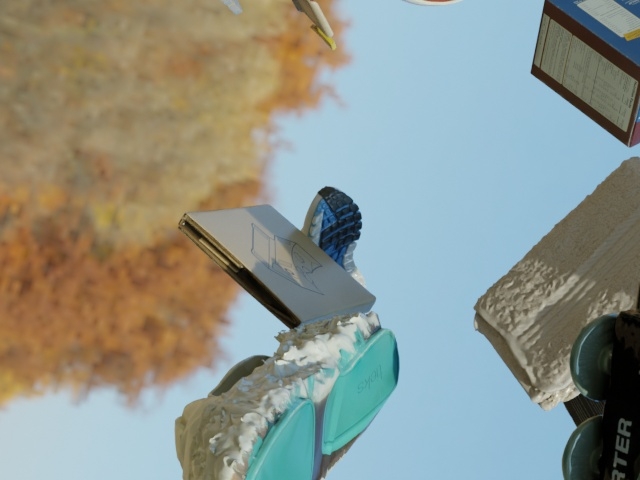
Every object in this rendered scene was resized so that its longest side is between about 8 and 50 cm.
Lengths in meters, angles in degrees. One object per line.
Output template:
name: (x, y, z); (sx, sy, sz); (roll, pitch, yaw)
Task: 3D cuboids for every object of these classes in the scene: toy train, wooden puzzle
toy train: (0.307, 0.192, 1.656); (0.142, 0.190, 0.334); (19, -74, 58)
wooden puzzle: (-0.014, -0.286, 2.407); (0.014, 0.116, 0.078); (-40, -124, -7)

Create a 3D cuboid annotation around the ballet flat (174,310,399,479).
ballet flat: (-0.049, 0.167, 1.711); (0.147, 0.147, 0.409); (-67, 168, 21)

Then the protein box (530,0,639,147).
protein box: (0.440, -0.266, 2.740); (0.201, 0.199, 0.136); (42, -37, 33)

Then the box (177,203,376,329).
box: (-0.041, 0.025, 2.012); (0.021, 0.164, 0.201); (-54, 164, 17)

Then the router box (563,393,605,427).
router box: (0.389, 0.241, 2.389); (0.081, 0.243, 0.309); (-39, -150, 10)

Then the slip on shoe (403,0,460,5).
slip on shoe: (0.084, -0.283, 1.664); (0.331, 0.101, 0.123); (33, 61, -63)

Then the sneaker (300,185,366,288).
sneaker: (0.000, 0.000, 2.205); (0.083, 0.071, 0.191); (51, -23, 35)

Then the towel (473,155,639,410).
towel: (0.309, 0.046, 2.247); (0.282, 0.049, 0.187); (-46, -136, 10)

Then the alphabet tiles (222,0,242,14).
alphabet tiles: (-0.165, -0.372, 1.995); (0.285, 0.011, 0.342); (63, 6, 6)
